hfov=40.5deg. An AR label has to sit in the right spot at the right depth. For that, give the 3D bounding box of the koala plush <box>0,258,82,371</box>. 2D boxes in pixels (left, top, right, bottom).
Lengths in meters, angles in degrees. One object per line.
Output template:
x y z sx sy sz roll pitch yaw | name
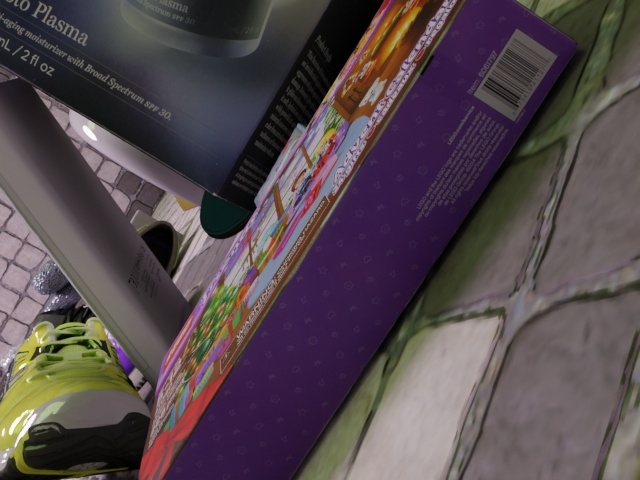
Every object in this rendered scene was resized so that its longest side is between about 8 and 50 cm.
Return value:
-0.485 0.187 1.664 0.203 0.196 0.221 118 174 -56 | koala plush

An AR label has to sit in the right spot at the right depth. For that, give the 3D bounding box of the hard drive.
-0.228 -0.014 0.847 0.040 0.307 0.203 -33 15 2 | hard drive

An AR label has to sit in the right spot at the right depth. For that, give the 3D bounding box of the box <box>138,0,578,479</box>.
0.000 0.000 0.473 0.293 0.057 0.201 -58 12 10 | box

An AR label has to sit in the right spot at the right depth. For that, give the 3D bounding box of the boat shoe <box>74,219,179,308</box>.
-0.304 0.086 1.332 0.091 0.109 0.305 -54 9 43 | boat shoe

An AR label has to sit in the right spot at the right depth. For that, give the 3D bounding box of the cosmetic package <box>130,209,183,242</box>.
-0.335 0.075 1.499 0.127 0.107 0.238 -49 14 41 | cosmetic package

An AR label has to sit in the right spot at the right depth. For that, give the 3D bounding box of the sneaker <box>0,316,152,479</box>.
-0.241 0.143 0.792 0.385 0.145 0.147 155 112 -65 | sneaker

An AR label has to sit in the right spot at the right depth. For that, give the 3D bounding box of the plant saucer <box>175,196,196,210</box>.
-0.206 -0.225 1.717 0.332 0.081 0.333 -61 14 -7 | plant saucer

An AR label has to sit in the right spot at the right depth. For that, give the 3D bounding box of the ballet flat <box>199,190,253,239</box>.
-0.061 -0.092 0.915 0.203 0.074 0.074 -65 12 5 | ballet flat

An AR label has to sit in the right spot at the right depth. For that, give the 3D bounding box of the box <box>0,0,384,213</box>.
-0.118 -0.225 0.802 0.294 0.296 0.183 -60 -11 0 | box

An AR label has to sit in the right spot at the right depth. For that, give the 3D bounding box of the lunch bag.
-0.010 -0.038 0.612 0.071 0.053 0.083 -58 22 13 | lunch bag

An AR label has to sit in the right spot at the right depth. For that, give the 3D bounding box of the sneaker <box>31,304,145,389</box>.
-0.284 0.126 1.078 0.293 0.146 0.102 -47 18 45 | sneaker

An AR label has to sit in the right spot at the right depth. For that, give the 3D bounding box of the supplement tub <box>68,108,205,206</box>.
-0.132 -0.229 1.078 0.331 0.241 0.241 -59 13 4 | supplement tub
